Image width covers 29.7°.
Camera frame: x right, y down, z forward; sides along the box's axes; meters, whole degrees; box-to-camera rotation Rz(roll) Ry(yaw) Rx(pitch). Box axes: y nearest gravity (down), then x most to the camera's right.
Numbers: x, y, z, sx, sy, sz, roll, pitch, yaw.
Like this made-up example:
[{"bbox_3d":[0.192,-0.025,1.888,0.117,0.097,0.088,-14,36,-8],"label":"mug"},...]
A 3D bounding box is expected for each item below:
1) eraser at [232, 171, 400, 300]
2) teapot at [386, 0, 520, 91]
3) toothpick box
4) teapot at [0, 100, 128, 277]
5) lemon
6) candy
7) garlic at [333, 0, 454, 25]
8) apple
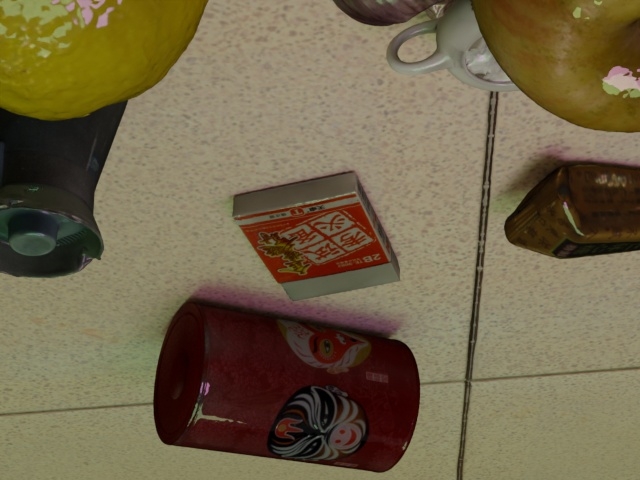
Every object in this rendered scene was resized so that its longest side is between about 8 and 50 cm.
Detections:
[{"bbox_3d":[0.000,0.000,1.534,0.157,0.038,0.230,-11,147,13],"label":"eraser"},{"bbox_3d":[0.175,-0.201,1.162,0.226,0.092,0.145,-8,146,11],"label":"teapot"},{"bbox_3d":[-0.049,0.214,1.729,0.333,0.204,0.204,13,145,-24],"label":"toothpick box"},{"bbox_3d":[-0.282,-0.095,1.165,0.171,0.225,0.203,-20,145,25],"label":"teapot"},{"bbox_3d":[-0.206,-0.232,0.908,0.268,0.268,0.322,-18,147,23],"label":"lemon"},{"bbox_3d":[0.371,-0.034,1.459,0.271,0.101,0.143,2,155,-19],"label":"candy"},{"bbox_3d":[0.078,-0.238,1.044,0.147,0.102,0.159,-34,-168,-40],"label":"garlic"},{"bbox_3d":[0.250,-0.225,0.926,0.286,0.233,0.286,0,141,0],"label":"apple"}]
